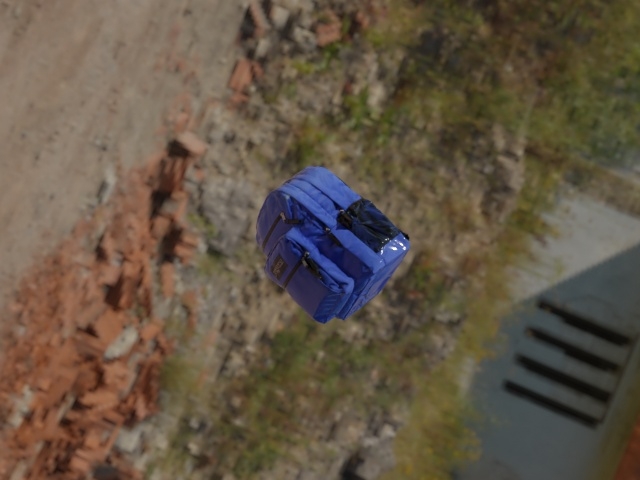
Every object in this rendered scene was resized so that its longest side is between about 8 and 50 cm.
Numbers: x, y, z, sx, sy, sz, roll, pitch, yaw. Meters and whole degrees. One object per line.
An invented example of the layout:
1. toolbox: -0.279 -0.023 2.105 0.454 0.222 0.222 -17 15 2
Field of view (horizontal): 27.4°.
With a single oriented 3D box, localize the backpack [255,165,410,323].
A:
1. backpack: 0.000 0.000 1.125 0.101 0.120 0.098 -33 164 -41
